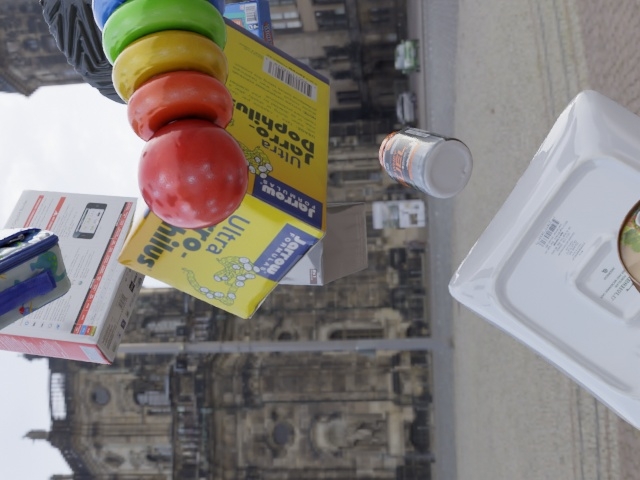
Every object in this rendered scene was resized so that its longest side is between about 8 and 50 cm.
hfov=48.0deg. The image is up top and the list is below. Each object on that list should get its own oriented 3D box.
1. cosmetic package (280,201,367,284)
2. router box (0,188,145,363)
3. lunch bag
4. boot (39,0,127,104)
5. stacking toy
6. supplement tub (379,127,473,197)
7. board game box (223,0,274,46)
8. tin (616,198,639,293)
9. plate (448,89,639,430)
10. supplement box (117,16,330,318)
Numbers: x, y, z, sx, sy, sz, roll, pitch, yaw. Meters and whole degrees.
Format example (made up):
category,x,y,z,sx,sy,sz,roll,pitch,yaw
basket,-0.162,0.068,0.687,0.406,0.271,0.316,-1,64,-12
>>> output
category,x,y,z,sx,sy,sz,roll,pitch,yaw
cosmetic package,0.000,0.000,1.211,0.238,0.107,0.127,-7,-84,-66
router box,-0.502,0.059,1.414,0.082,0.300,0.336,77,-159,-54
lunch bag,-0.394,0.056,0.772,0.219,0.176,0.090,-39,-56,-54
boot,-0.280,-0.446,1.065,0.445,0.146,0.367,-80,-30,-58
stacking toy,-0.130,-0.165,0.621,0.141,0.141,0.331,63,-167,-74
supplement tub,0.200,-0.156,1.407,0.190,0.116,0.117,-149,50,-61
board game box,-0.187,-0.347,1.318,0.047,0.210,0.160,-36,-56,-62
tin,0.289,0.020,0.472,0.189,0.106,0.040,35,167,50
plate,0.304,0.034,0.731,0.045,0.278,0.277,-31,-27,-59
supplement box,-0.117,-0.109,0.988,0.194,0.195,0.357,-48,26,35
